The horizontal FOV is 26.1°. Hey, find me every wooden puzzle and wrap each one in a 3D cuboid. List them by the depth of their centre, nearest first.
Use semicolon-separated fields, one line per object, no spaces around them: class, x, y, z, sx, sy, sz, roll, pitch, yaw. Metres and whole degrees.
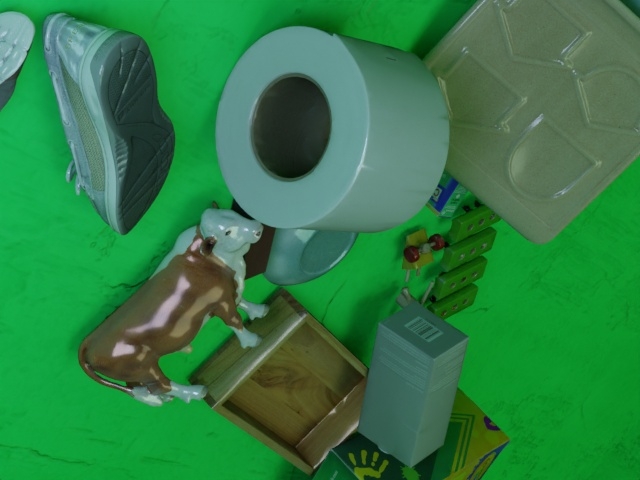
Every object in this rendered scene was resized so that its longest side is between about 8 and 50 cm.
wooden puzzle;0.307;-0.205;1.928;0.348;0.322;0.080;-45;-166;25

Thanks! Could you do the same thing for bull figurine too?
bull figurine;-0.176;0.093;1.845;0.310;0.101;0.188;-41;116;5

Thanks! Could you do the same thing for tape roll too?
tape roll;0.014;-0.132;1.700;0.169;0.246;0.246;4;123;-51

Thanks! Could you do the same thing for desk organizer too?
desk organizer;-0.096;-0.008;1.901;0.050;0.047;0.130;-22;141;-37

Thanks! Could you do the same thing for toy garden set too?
toy garden set;0.197;0.045;2.306;0.204;0.049;0.244;-24;143;-34

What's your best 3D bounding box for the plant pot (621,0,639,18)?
plant pot;0.472;-0.371;1.968;0.293;0.293;0.196;-46;122;0

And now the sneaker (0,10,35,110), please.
sneaker;-0.343;-0.171;1.436;0.158;0.061;0.065;-54;175;14

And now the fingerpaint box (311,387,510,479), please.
fingerpaint box;0.098;0.513;2.548;0.371;0.163;0.445;-19;146;-46

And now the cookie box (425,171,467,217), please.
cookie box;0.185;-0.103;2.079;0.040;0.092;0.107;5;123;-48

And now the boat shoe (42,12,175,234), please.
boat shoe;-0.243;-0.128;1.562;0.118;0.103;0.320;-53;159;-26

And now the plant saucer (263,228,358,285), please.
plant saucer;0.000;0.000;2.031;0.195;0.037;0.195;-31;146;-24

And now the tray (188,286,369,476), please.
tray;-0.038;0.235;2.221;0.203;0.076;0.411;-45;148;-1

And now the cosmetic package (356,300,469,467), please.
cosmetic package;0.150;0.239;2.265;0.107;0.127;0.238;-28;140;-40
